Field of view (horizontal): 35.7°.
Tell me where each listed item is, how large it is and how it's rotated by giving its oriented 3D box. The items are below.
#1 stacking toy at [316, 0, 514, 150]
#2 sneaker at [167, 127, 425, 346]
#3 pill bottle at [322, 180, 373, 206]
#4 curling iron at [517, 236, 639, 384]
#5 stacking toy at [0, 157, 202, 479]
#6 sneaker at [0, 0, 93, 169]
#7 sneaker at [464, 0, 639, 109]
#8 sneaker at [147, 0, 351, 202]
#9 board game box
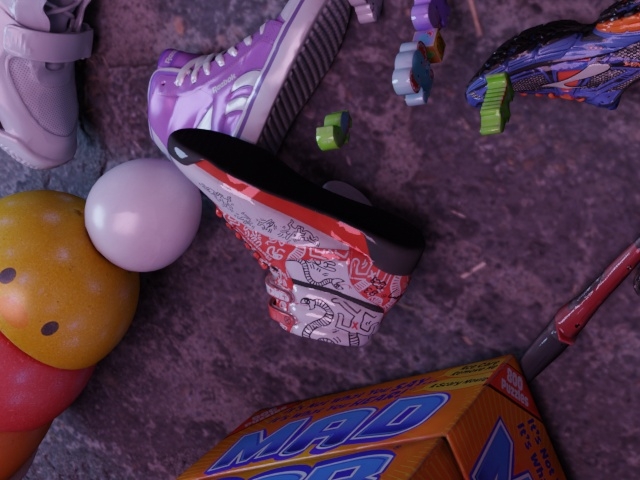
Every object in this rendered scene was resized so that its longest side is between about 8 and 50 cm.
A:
[{"bbox_3d":[0.089,-0.175,0.872,0.167,0.221,0.052,-5,143,28],"label":"stacking toy"},{"bbox_3d":[-0.046,0.005,0.972,0.270,0.090,0.145,26,118,2],"label":"sneaker"},{"bbox_3d":[0.000,0.000,1.047,0.067,0.067,0.120,43,120,8],"label":"pill bottle"},{"bbox_3d":[0.253,0.090,0.968,0.068,0.035,0.274,46,121,6],"label":"curling iron"},{"bbox_3d":[-0.327,0.053,1.103,0.480,0.350,0.350,-36,90,22],"label":"stacking toy"},{"bbox_3d":[-0.284,-0.260,1.058,0.210,0.137,0.365,-4,102,31],"label":"sneaker"},{"bbox_3d":[0.229,-0.149,0.874,0.221,0.083,0.087,-12,111,34],"label":"sneaker"},{"bbox_3d":[-0.092,-0.176,1.015,0.161,0.102,0.282,42,121,12],"label":"sneaker"},{"bbox_3d":[0.042,0.373,0.972,0.356,0.356,0.356,-19,99,35],"label":"board game box"}]
